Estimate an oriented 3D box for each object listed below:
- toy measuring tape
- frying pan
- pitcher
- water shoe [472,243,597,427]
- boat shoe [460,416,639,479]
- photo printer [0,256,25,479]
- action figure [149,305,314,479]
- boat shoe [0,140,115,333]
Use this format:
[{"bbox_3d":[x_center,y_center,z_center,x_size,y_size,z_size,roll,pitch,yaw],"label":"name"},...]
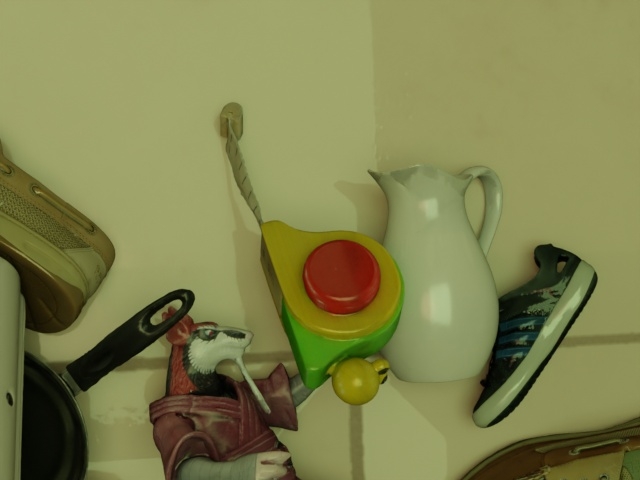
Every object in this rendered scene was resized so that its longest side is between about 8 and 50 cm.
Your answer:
[{"bbox_3d":[0.000,0.000,1.036,0.121,0.121,0.330,-14,61,-11],"label":"toy measuring tape"},{"bbox_3d":[-0.272,0.133,1.018,0.197,0.053,0.326,32,96,2],"label":"frying pan"},{"bbox_3d":[0.128,0.028,1.105,0.177,0.125,0.207,-6,93,-41],"label":"pitcher"},{"bbox_3d":[0.203,0.098,1.147,0.080,0.073,0.203,34,82,18],"label":"water shoe"},{"bbox_3d":[0.279,0.251,1.120,0.323,0.120,0.123,-19,92,-11],"label":"boat shoe"},{"bbox_3d":[-0.367,0.178,0.902,0.256,0.107,0.308,-16,56,12],"label":"photo printer"},{"bbox_3d":[-0.069,0.232,1.057,0.275,0.248,0.370,-34,81,31],"label":"action figure"},{"bbox_3d":[-0.345,-0.054,1.022,0.341,0.121,0.110,41,43,-12],"label":"boat shoe"}]
